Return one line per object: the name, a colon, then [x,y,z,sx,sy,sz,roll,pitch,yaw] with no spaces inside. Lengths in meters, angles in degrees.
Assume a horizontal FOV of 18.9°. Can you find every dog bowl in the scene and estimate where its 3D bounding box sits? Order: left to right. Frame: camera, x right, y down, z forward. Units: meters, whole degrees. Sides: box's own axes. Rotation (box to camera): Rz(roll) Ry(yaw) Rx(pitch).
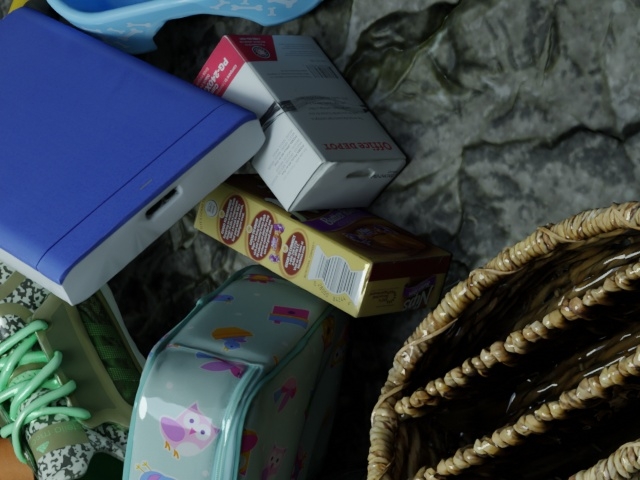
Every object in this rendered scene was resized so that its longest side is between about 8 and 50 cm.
dog bowl: [-0.118,-0.258,1.636,0.297,0.074,0.165,-8,81,28]

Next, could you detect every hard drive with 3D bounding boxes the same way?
hard drive: [-0.225,-0.080,1.579,0.319,0.210,0.040,27,150,41]

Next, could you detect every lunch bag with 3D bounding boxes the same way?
lunch bag: [-0.062,0.157,1.527,0.108,0.279,0.224,13,113,16]

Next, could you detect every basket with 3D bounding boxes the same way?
basket: [0.164,0.097,1.364,0.299,0.223,0.213,-34,69,39]

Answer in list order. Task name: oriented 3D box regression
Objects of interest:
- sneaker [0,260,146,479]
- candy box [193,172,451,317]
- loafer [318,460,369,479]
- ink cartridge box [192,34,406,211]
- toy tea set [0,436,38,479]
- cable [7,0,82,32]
sneaker: [-0.216,0.135,1.609,0.158,0.182,0.410,-41,101,12]
candy box: [0.000,0.000,1.571,0.187,0.109,0.053,26,109,35]
loafer: [0.075,0.299,1.543,0.096,0.084,0.267,-49,63,30]
ink cartridge box: [-0.017,-0.097,1.578,0.150,0.109,0.063,54,124,24]
toy tea set: [-0.283,0.088,1.811,0.200,0.124,0.336,-121,26,-61]
cable: [-0.283,-0.130,1.772,0.139,0.072,0.287,38,95,19]
